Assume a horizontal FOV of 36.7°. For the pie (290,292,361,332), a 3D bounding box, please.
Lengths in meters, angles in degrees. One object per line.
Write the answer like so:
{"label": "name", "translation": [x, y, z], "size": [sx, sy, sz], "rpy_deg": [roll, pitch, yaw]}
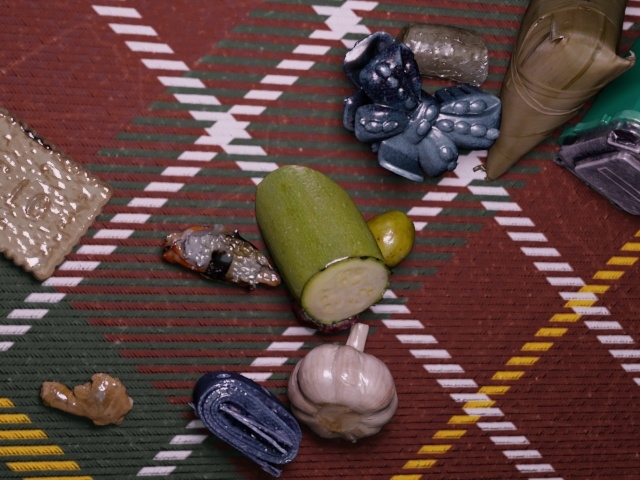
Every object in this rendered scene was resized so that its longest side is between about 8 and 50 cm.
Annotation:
{"label": "pie", "translation": [0.015, 0.099, 1.807], "size": [0.153, 0.038, 0.154], "rpy_deg": [0, 80, 0]}

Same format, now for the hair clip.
{"label": "hair clip", "translation": [0.163, -0.226, 1.734], "size": [0.310, 0.194, 0.206], "rpy_deg": [25, 101, -27]}

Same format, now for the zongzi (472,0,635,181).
{"label": "zongzi", "translation": [0.447, -0.373, 1.861], "size": [0.181, 0.418, 0.447], "rpy_deg": [27, 49, -4]}

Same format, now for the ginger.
{"label": "ginger", "translation": [-0.417, 0.277, 1.731], "size": [0.165, 0.067, 0.096], "rpy_deg": [16, 113, -13]}

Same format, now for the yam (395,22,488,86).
{"label": "yam", "translation": [0.221, -0.352, 1.802], "size": [0.183, 0.107, 0.107], "rpy_deg": [6, 93, -11]}

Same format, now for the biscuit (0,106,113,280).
{"label": "biscuit", "translation": [-0.548, -0.101, 1.684], "size": [0.325, 0.044, 0.217], "rpy_deg": [37, 86, -13]}

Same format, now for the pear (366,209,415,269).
{"label": "pear", "translation": [0.121, 0.004, 1.803], "size": [0.107, 0.107, 0.131], "rpy_deg": [39, 83, -12]}

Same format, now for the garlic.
{"label": "garlic", "translation": [0.050, 0.250, 1.799], "size": [0.218, 0.218, 0.212], "rpy_deg": [27, 48, -13]}

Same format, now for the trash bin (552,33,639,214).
{"label": "trash bin", "translation": [0.654, -0.250, 1.829], "size": [0.259, 0.295, 0.381], "rpy_deg": [35, 76, -12]}

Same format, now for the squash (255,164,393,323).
{"label": "squash", "translation": [0.000, 0.000, 1.768], "size": [0.189, 0.260, 0.189], "rpy_deg": [-15, 138, -14]}

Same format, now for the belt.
{"label": "belt", "translation": [-0.131, 0.327, 1.765], "size": [0.218, 0.128, 0.122], "rpy_deg": [37, 86, -13]}

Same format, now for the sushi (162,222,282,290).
{"label": "sushi", "translation": [-0.170, 0.026, 1.750], "size": [0.226, 0.103, 0.097], "rpy_deg": [20, 74, -15]}
